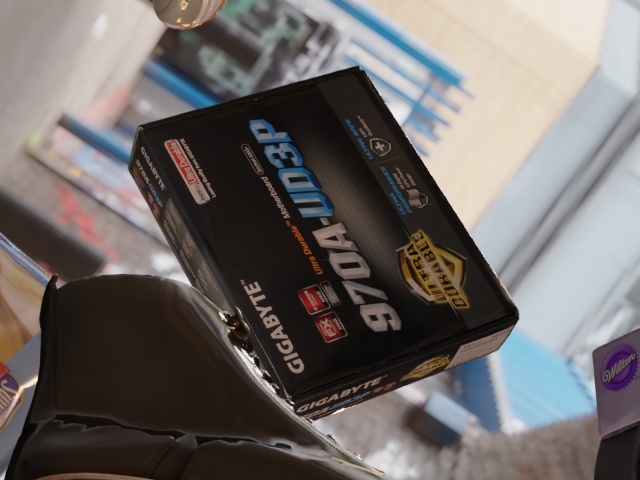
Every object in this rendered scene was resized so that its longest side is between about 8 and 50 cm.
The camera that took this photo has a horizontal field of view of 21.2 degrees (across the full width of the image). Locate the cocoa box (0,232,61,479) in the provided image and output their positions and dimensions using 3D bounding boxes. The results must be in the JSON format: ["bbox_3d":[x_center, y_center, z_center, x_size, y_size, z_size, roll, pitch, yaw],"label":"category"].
[{"bbox_3d":[-0.302,0.112,0.826,0.228,0.231,0.347,-48,-178,28],"label":"cocoa box"}]

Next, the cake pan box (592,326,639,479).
[{"bbox_3d":[0.285,0.139,1.051,0.267,0.070,0.245,-30,-134,42],"label":"cake pan box"}]

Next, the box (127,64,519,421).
[{"bbox_3d":[0.000,0.000,1.115,0.175,0.220,0.051,-18,153,-26],"label":"box"}]

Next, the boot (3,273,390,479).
[{"bbox_3d":[-0.006,0.069,0.575,0.137,0.198,0.077,-96,-156,-51],"label":"boot"}]

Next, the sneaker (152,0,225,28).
[{"bbox_3d":[-0.118,-0.277,1.235,0.099,0.121,0.262,-122,-146,-53],"label":"sneaker"}]
